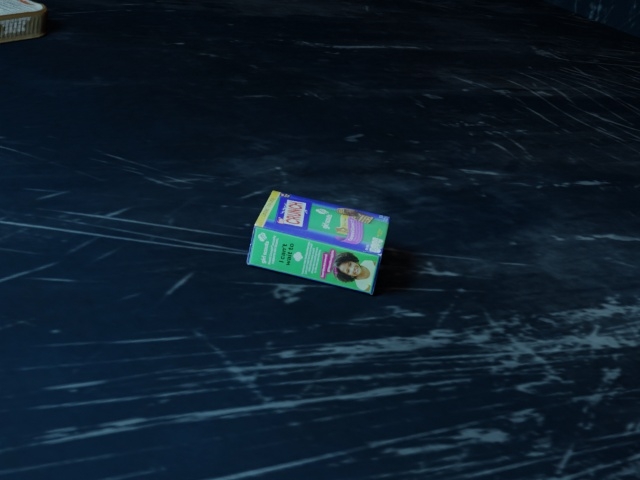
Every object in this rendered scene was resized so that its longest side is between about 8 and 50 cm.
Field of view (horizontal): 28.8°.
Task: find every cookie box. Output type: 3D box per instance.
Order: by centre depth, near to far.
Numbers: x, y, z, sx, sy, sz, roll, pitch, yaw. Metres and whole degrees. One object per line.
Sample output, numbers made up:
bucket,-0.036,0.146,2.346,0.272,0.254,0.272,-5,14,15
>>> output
cookie box,0.000,0.000,1.049,0.107,0.040,0.092,13,22,3

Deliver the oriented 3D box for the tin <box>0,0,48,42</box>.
tin,-0.410,-0.271,1.513,0.106,0.040,0.190,25,24,20
